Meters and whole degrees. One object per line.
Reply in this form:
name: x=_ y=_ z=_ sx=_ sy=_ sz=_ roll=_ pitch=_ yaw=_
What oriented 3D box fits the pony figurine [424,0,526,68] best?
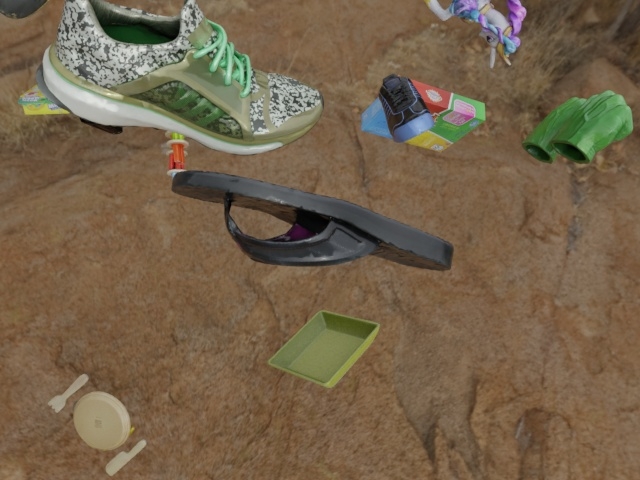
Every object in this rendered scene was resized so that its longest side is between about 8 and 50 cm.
pony figurine: x=0.456 y=-0.692 z=1.385 sx=0.363 sy=0.351 sz=0.303 roll=43 pitch=36 yaw=8

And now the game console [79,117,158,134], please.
game console: x=-0.540 y=-0.381 z=1.440 sx=0.043 sy=0.361 sz=0.213 roll=-10 pitch=84 yaw=14

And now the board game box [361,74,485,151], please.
board game box: x=0.324 y=-0.396 z=1.684 sx=0.316 sy=0.242 sz=0.064 roll=10 pitch=70 yaw=-20

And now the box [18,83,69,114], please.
box: x=-0.551 y=-0.306 z=1.107 sx=0.105 sy=0.043 sz=0.179 roll=-3 pitch=30 yaw=-4

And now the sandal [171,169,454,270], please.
sandal: x=0.002 y=0.000 z=0.763 sx=0.445 sy=0.167 sz=0.107 roll=17 pitch=82 yaw=-21

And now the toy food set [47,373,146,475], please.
toy food set: x=-0.431 y=0.355 z=1.038 sx=0.132 sy=0.038 sz=0.192 roll=-40 pitch=91 yaw=15

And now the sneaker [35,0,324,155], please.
sneaker: x=-0.167 y=-0.241 z=0.733 sx=0.410 sy=0.182 sz=0.158 roll=3 pitch=57 yaw=-26

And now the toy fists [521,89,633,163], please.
toy fists: x=0.540 y=-0.232 z=1.096 sx=0.096 sy=0.279 sz=0.142 roll=39 pitch=97 yaw=-5

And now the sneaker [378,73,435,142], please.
sneaker: x=0.146 y=-0.246 z=0.955 sx=0.081 sy=0.232 sz=0.090 roll=-27 pitch=110 yaw=11

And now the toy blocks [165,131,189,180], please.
toy blocks: x=-0.344 y=-0.200 z=1.264 sx=0.054 sy=0.123 sz=0.148 roll=-2 pitch=82 yaw=-18

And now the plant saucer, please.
plant saucer: x=0.013 y=0.237 z=1.126 sx=0.188 sy=0.188 sz=0.045 roll=-41 pitch=120 yaw=-33

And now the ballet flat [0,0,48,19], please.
ballet flat: x=-0.207 y=-0.248 z=0.379 sx=0.057 sy=0.173 sz=0.049 roll=8 pitch=15 yaw=-37
